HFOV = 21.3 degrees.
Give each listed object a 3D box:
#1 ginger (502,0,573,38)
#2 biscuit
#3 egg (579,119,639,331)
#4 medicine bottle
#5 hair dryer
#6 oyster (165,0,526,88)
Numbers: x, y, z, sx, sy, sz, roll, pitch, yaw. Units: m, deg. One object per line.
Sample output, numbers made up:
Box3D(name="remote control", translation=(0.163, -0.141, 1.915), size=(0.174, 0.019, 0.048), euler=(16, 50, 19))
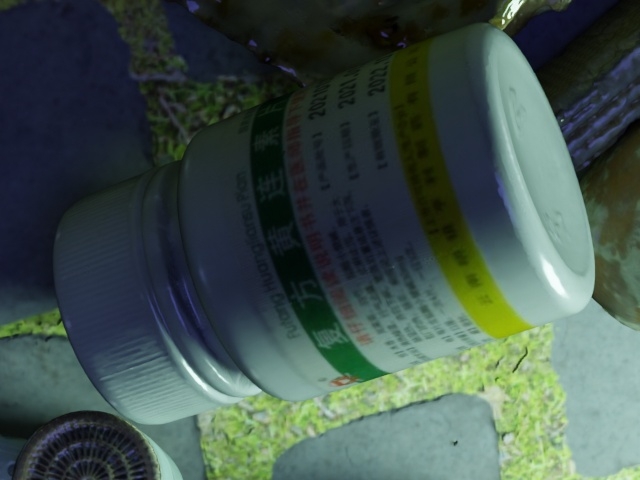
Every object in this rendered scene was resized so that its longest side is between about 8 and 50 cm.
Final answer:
Box3D(name="ginger", translation=(0.132, -0.195, 1.295), size=(0.165, 0.067, 0.096), euler=(-36, 95, 9))
Box3D(name="biscuit", translation=(0.242, -0.142, 1.305), size=(0.239, 0.108, 0.062), euler=(-41, 105, 0))
Box3D(name="egg", translation=(0.305, -0.021, 1.304), size=(0.245, 0.203, 0.203), euler=(-18, 106, 0))
Box3D(name="medicine bottle", translation=(0.000, 0.000, 1.190), size=(0.339, 0.208, 0.208), euler=(-20, 108, 19))
Box3D(name="hair dryer", translation=(-0.280, 0.157, 1.271), size=(0.357, 0.173, 0.108), euler=(15, 76, 5))
Box3D(name="oyster", translation=(0.018, -0.212, 1.227), size=(0.396, 0.111, 0.204), euler=(17, 116, 2))
